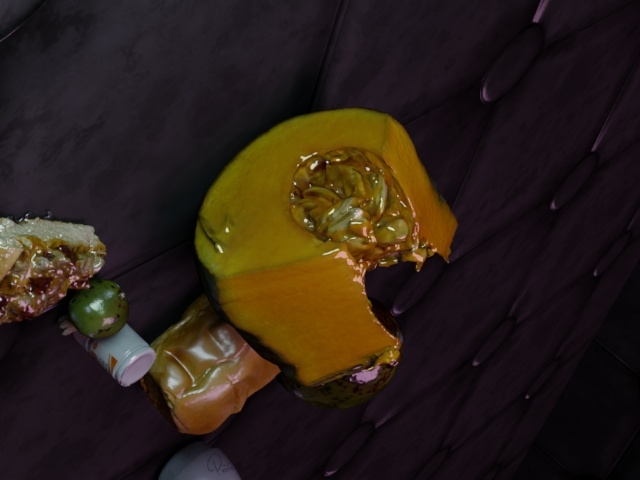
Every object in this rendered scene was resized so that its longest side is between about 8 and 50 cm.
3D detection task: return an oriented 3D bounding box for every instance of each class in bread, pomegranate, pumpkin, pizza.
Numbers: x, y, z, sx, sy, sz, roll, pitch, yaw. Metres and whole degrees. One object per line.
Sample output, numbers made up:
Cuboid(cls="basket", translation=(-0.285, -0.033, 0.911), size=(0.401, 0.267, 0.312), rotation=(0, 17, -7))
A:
Cuboid(cls="bread", translation=(-0.104, 0.125, 1.802), size=(0.294, 0.132, 0.167), rotation=(-42, 164, -20))
Cuboid(cls="pomegranate", translation=(-0.255, 0.078, 1.536), size=(0.073, 0.073, 0.084), rotation=(-30, -171, -39))
Cuboid(cls="pumpkin", translation=(0.000, 0.000, 1.622), size=(0.303, 0.256, 0.225), rotation=(-63, 144, -31))
Cuboid(cls="pizza", translation=(-0.285, 0.035, 1.391), size=(0.194, 0.069, 0.154), rotation=(-21, 144, -47))
Cuboid(cls="pomegranate", translation=(0.027, 0.122, 1.994), size=(0.214, 0.214, 0.248), rotation=(26, 70, -67))

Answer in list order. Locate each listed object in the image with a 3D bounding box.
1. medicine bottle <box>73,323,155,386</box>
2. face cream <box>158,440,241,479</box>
Cuboid(cls="medicine bottle", translation=(-0.241, 0.122, 1.590), size=(0.057, 0.089, 0.057), rotation=(-40, 157, -21))
Cuboid(cls="face cream", translation=(-0.183, 0.375, 2.089), size=(0.117, 0.104, 0.117), rotation=(-40, 155, -23))
